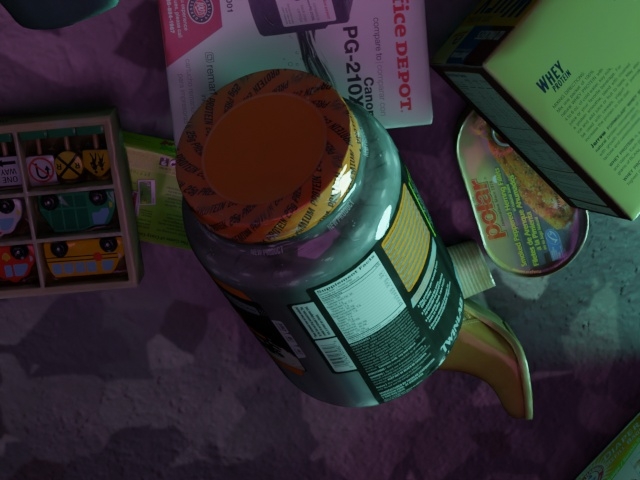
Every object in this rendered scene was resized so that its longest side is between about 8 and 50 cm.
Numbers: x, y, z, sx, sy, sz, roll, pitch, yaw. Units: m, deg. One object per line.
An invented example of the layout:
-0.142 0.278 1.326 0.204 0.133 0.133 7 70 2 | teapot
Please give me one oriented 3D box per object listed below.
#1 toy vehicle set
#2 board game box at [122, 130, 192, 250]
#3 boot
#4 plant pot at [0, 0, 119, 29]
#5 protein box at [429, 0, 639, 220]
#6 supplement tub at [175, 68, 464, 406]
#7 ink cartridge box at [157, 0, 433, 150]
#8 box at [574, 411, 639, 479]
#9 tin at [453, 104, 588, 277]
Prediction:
-0.304 -0.029 1.613 0.267 0.035 0.166 -5 109 9 | toy vehicle set
-0.130 -0.042 1.650 0.181 0.043 0.092 11 108 -9 | board game box
0.115 0.109 1.713 0.152 0.073 0.197 -24 97 2 | boot
-0.230 -0.372 1.396 0.341 0.341 0.334 -31 118 5 | plant pot
0.248 -0.162 1.571 0.201 0.136 0.200 43 83 -17 | protein box
0.000 0.000 1.529 0.193 0.193 0.316 -26 144 4 | supplement tub
-0.023 -0.185 1.580 0.237 0.100 0.172 -7 110 -3 | ink cartridge box
0.359 0.235 1.760 0.114 0.103 0.203 38 102 -16 | box
0.190 -0.056 1.681 0.106 0.040 0.190 -19 110 -3 | tin
